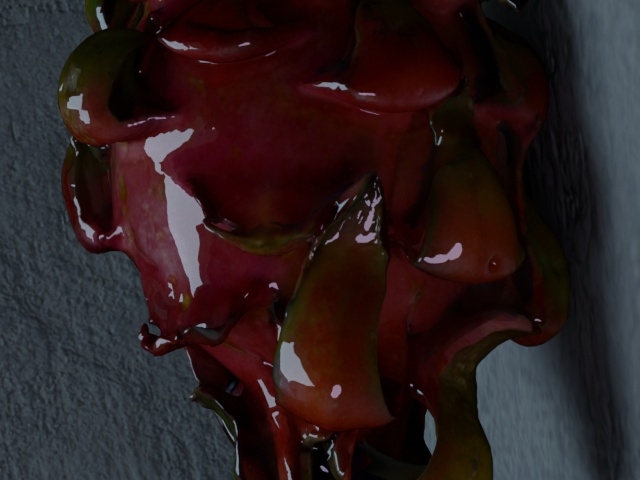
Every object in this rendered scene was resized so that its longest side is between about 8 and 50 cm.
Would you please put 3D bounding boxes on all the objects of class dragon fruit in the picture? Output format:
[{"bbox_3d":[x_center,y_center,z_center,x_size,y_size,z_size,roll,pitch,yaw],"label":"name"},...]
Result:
[{"bbox_3d":[-0.002,-0.014,0.728,0.307,0.227,0.243,-111,11,-51],"label":"dragon fruit"}]
